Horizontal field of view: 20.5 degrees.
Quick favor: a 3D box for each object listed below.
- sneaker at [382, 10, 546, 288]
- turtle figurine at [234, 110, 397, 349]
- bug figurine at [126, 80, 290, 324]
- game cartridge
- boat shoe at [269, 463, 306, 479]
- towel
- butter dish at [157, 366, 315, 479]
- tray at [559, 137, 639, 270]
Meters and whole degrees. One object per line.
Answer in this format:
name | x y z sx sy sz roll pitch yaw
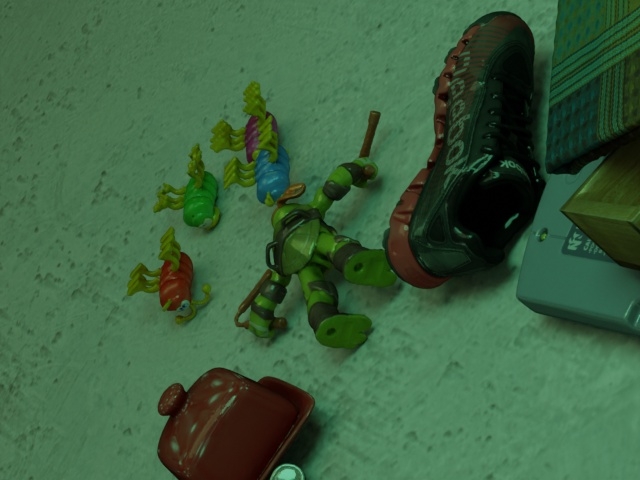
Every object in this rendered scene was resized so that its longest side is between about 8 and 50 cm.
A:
sneaker | 0.155 -0.085 1.619 0.135 0.097 0.276 -1 65 54
turtle figurine | 0.000 0.000 1.771 0.269 0.087 0.217 -54 32 8
bug figurine | -0.106 -0.046 1.966 0.279 0.072 0.216 -46 26 33
game cartridge | 0.278 -0.063 1.474 0.196 0.060 0.294 15 76 54
boat shoe | -0.043 0.270 1.651 0.046 0.038 0.125 12 75 13
towel | 0.254 -0.255 1.344 0.271 0.040 0.370 148 131 -67
butter dish | -0.105 0.181 1.709 0.160 0.118 0.160 -55 19 -8
tray | 0.357 -0.147 1.282 0.411 0.076 0.203 -47 6 -2
